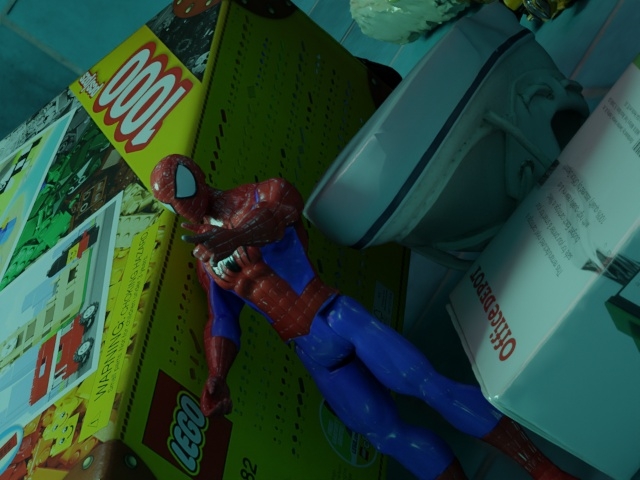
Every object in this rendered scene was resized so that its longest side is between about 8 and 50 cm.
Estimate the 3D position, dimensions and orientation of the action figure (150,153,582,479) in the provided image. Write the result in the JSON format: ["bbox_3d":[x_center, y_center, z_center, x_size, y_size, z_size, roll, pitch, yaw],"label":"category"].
[{"bbox_3d":[-0.001,0.068,0.994,0.091,0.280,0.139,-47,-6,31],"label":"action figure"}]

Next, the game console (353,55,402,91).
[{"bbox_3d":[0.000,0.000,1.701,0.293,0.173,0.250,-52,-16,12],"label":"game console"}]

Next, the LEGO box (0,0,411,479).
[{"bbox_3d":[-0.145,0.112,1.221,0.372,0.193,0.500,-34,29,31],"label":"LEGO box"}]

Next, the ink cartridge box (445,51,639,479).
[{"bbox_3d":[0.175,-0.004,1.019,0.219,0.093,0.160,-53,15,13],"label":"ink cartridge box"}]

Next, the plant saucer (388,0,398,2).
[{"bbox_3d":[0.070,-0.314,1.589,0.188,0.188,0.045,-49,-25,12],"label":"plant saucer"}]

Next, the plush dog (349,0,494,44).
[{"bbox_3d":[0.105,-0.316,1.742,0.211,0.262,0.225,8,71,37],"label":"plush dog"}]

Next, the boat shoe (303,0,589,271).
[{"bbox_3d":[0.107,-0.040,1.182,0.136,0.156,0.367,-50,-3,18],"label":"boat shoe"}]

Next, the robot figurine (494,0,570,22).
[{"bbox_3d":[0.210,-0.297,1.549,0.211,0.085,0.291,-33,27,59],"label":"robot figurine"}]
